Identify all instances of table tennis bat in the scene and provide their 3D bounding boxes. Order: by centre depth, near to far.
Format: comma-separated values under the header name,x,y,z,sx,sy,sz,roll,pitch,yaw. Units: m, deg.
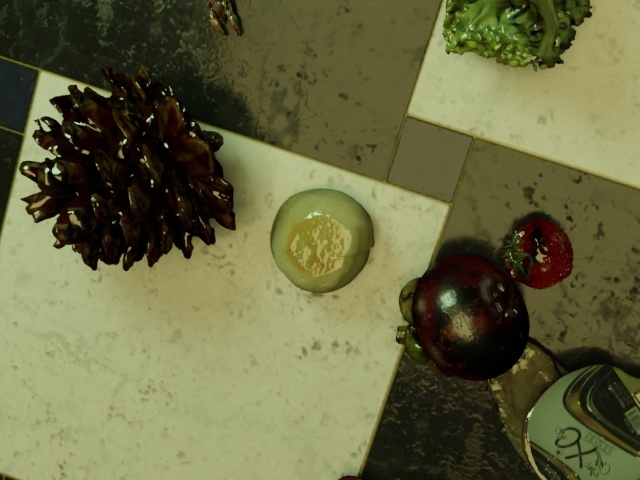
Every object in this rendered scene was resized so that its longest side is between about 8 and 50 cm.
name,x,y,z,sx,sy,sz,roll,pitch,yaw
table tennis bat,0.423,0.242,1.360,0.301,0.022,0.173,-30,80,-6

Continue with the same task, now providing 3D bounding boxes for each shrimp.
name,x,y,z,sx,sy,sz,roll,pitch,yaw
shrimp,-0.146,-0.336,1.413,0.038,0.029,0.092,-21,99,11

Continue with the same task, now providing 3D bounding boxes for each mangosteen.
name,x,y,z,sx,sy,sz,roll,pitch,yaw
mangosteen,0.193,0.114,1.367,0.199,0.200,0.200,2,99,9

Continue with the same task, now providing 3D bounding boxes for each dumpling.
name,x,y,z,sx,sy,sz,roll,pitch,yaw
dumpling,0.358,0.285,1.402,0.332,0.086,0.166,35,100,7

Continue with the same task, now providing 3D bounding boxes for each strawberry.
name,x,y,z,sx,sy,sz,roll,pitch,yaw
strawberry,0.312,0.021,1.364,0.106,0.106,0.106,2,99,9

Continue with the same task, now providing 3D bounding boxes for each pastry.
name,x,y,z,sx,sy,sz,roll,pitch,yaw
pastry,0.000,0.000,1.412,0.156,0.092,0.156,0,92,12

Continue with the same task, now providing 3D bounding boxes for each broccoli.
name,x,y,z,sx,sy,sz,roll,pitch,yaw
broccoli,0.219,-0.335,1.259,0.180,0.273,0.243,2,100,43

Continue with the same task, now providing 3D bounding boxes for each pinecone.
name,x,y,z,sx,sy,sz,roll,pitch,yaw
pinecone,-0.278,-0.094,1.365,0.295,0.242,0.298,-23,99,10

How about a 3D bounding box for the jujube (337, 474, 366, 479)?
name,x,y,z,sx,sy,sz,roll,pitch,yaw
jujube,0.072,0.410,1.474,0.129,0.077,0.077,34,103,8
